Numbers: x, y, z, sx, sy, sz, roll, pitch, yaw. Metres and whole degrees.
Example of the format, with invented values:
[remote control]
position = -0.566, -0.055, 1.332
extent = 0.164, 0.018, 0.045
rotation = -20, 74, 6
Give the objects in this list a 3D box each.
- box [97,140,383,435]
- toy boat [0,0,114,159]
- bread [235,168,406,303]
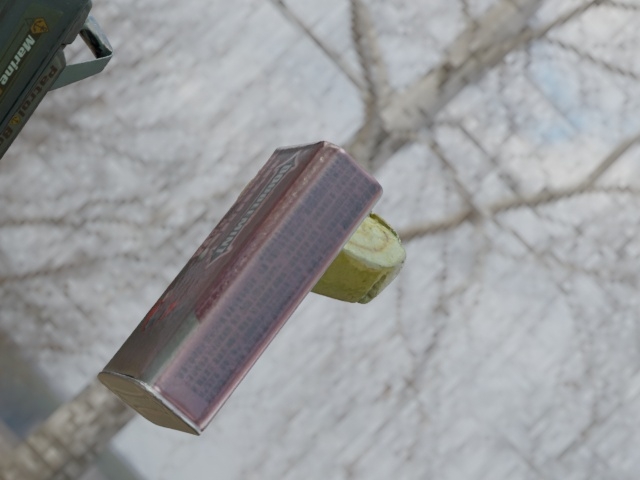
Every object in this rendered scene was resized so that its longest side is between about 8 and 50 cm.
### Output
[box]
position = -0.057, 0.032, 1.351
extent = 0.069, 0.224, 0.120
rotation = 43, -14, -17
[toy boat]
position = -0.217, -0.079, 1.151
extent = 0.103, 0.246, 0.093
rotation = 25, 19, -38
[bread]
position = 0.000, 0.000, 1.563
extent = 0.156, 0.064, 0.117
rotation = 21, 24, -33
